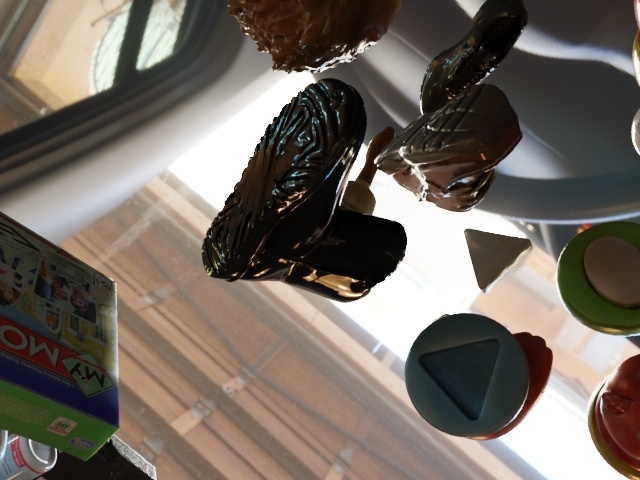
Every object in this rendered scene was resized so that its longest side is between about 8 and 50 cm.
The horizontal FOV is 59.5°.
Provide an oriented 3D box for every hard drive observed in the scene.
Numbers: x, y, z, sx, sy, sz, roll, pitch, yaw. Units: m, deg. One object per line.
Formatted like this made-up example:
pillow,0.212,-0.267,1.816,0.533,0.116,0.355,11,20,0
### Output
hard drive,-0.565,0.552,1.212,0.237,0.339,0.064,55,176,-31

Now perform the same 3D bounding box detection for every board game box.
board game box,-0.304,0.027,0.443,0.317,0.046,0.213,41,-171,-35

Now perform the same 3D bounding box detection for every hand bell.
hand bell,0.066,-0.094,0.854,0.126,0.126,0.242,35,-127,-10

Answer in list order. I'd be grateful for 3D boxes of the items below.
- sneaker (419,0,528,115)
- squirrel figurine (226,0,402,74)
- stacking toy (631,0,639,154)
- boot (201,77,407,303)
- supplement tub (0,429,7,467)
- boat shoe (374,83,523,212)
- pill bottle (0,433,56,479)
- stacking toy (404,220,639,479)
sneaker,0.297,-0.354,1.112,0.109,0.286,0.130,28,-152,-12
squirrel figurine,-0.054,-0.390,0.581,0.370,0.397,0.281,37,-139,23
stacking toy,0.567,-0.285,0.781,0.350,0.350,0.480,46,157,36
boot,0.019,-0.033,0.585,0.207,0.246,0.094,13,-142,-40
supplement tub,-0.591,0.272,0.700,0.207,0.207,0.338,41,176,16
boat shoe,0.163,-0.099,0.677,0.116,0.123,0.324,47,-179,-8
pill bottle,-0.558,0.399,0.983,0.087,0.160,0.087,61,178,3
stacking toy,0.245,0.090,0.592,0.308,0.280,0.130,1,159,28
